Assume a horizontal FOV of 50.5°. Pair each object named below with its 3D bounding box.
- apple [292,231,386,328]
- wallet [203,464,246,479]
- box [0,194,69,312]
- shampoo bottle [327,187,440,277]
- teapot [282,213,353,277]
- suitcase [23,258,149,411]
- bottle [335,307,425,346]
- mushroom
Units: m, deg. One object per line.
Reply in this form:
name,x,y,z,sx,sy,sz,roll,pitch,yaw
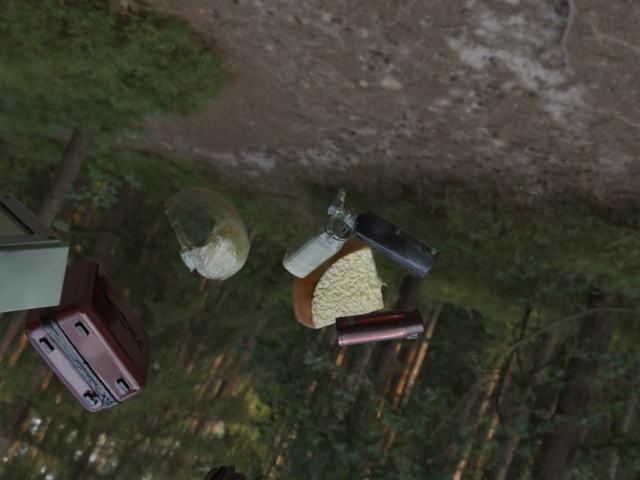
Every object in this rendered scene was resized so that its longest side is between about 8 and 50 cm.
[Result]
apple,0.049,0.103,1.935,0.252,0.314,0.309,29,-175,-21
wallet,-0.187,0.415,0.917,0.049,0.229,0.182,34,152,1
box,-0.576,0.015,1.113,0.225,0.118,0.224,32,-156,36
shampoo bottle,0.107,-0.013,1.181,0.207,0.064,0.057,32,178,6
teapot,0.000,0.000,1.587,0.077,0.107,0.200,36,138,-14
suitcase,-0.515,0.212,1.528,0.236,0.161,0.297,-111,-4,-58
bottle,0.112,0.163,1.272,0.164,0.060,0.060,-8,164,2
mushroom,-0.300,-0.027,1.818,0.189,0.267,0.164,-19,175,-2
